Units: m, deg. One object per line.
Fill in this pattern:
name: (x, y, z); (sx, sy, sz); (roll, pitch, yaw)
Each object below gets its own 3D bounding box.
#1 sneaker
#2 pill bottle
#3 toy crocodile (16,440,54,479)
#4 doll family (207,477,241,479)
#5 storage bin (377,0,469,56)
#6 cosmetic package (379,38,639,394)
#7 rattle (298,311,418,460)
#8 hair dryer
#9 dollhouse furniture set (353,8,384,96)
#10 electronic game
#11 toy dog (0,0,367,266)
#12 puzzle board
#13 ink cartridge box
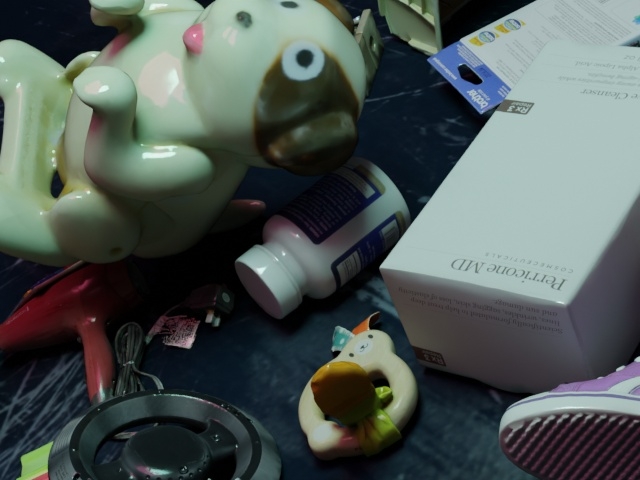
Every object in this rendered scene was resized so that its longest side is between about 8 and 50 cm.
sneaker: (0.301, 0.135, 1.230); (0.282, 0.102, 0.161); (-4, 36, 10)
pill bottle: (0.000, 0.000, 1.557); (0.187, 0.112, 0.112); (-38, 37, -19)
toy crocodile: (-0.249, 0.302, 1.321); (0.115, 0.105, 0.340); (-23, 35, 2)
doll family: (-0.046, 0.298, 1.170); (0.163, 0.118, 0.263); (20, 47, 2)
storage bin: (0.200, -0.419, 1.860); (0.123, 0.260, 0.262); (35, 64, 31)
cosmetic package: (0.256, -0.030, 1.407); (0.217, 0.156, 0.385); (9, 46, 35)
rattle: (0.020, 0.111, 1.387); (0.130, 0.143, 0.199); (-26, 37, 31)
hair dryer: (-0.263, 0.109, 1.599); (0.294, 0.080, 0.223); (4, 45, 35)
dollhouse furniture set: (-0.012, -0.292, 1.876); (0.129, 0.183, 0.129); (-8, 39, 22)
electronic game: (-0.153, 0.220, 1.363); (0.229, 0.048, 0.229); (5, 30, -3)
toy dog: (-0.137, -0.124, 1.524); (0.408, 0.395, 0.284); (-25, 42, 35)
puzzle board: (-0.316, 0.043, 1.705); (0.128, 0.011, 0.096); (-32, -1, -35)
ink cartridge box: (0.308, -0.244, 1.733); (0.311, 0.065, 0.186); (-26, 35, -5)
